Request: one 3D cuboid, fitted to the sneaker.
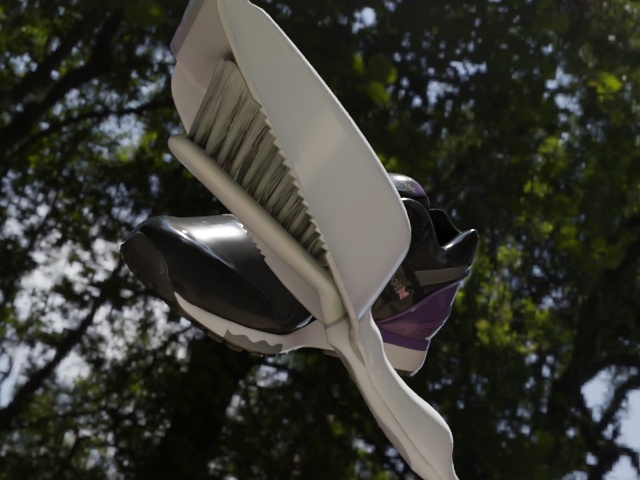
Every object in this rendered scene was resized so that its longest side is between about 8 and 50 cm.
[{"bbox_3d":[0.000,0.000,0.643,0.107,0.124,0.283,40,14,34],"label":"sneaker"}]

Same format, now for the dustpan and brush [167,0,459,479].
[{"bbox_3d":[0.002,0.009,0.385,0.211,0.060,0.147,47,-11,-8],"label":"dustpan and brush"}]
